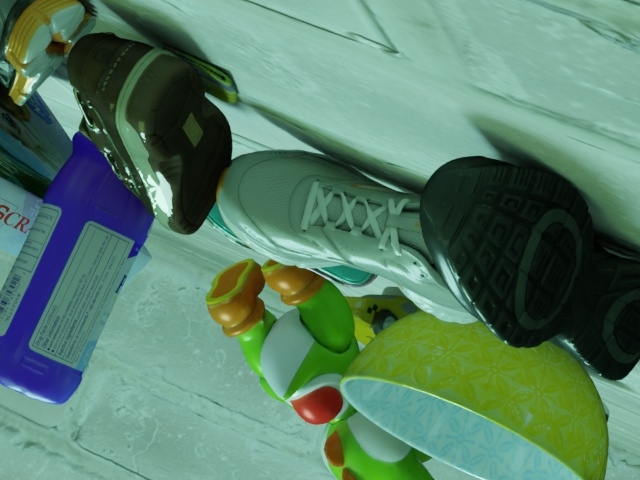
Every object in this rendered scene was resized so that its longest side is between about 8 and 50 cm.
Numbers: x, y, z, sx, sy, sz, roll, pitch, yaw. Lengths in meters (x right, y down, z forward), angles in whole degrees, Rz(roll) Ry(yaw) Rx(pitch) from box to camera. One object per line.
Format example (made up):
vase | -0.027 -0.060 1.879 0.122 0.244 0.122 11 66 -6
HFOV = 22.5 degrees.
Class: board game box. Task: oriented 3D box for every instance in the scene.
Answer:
board game box | -0.336 -0.112 1.476 0.318 0.066 0.318 32 -165 -53

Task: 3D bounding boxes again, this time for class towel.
towel | -0.091 -0.124 1.206 0.060 0.009 0.083 25 174 3

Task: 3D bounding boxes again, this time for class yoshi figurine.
yoshi figurine | 0.034 0.157 1.909 0.362 0.203 0.203 57 167 -13

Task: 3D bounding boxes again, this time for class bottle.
bottle | -0.195 -0.005 1.347 0.092 0.282 0.118 26 173 -14

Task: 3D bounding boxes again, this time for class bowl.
bowl | 0.181 0.143 1.653 0.289 0.156 0.289 25 164 8

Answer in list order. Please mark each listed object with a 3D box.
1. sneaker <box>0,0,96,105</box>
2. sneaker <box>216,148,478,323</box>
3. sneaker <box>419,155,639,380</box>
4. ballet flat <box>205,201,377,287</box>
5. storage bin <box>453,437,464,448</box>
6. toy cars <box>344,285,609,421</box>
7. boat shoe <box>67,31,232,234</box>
sneaker | -0.215 -0.158 1.142 0.083 0.084 0.215 39 170 -4
sneaker | 0.048 -0.014 1.281 0.262 0.099 0.121 19 168 -13
sneaker | 0.129 0.014 1.089 0.130 0.109 0.286 28 176 37
ballet flat | -0.036 -0.019 1.675 0.222 0.077 0.079 25 -166 -4
storage bin | 0.214 0.184 1.845 0.084 0.180 0.122 26 174 1
toy cars | 0.190 0.136 2.021 0.394 0.087 0.176 20 164 3
boat shoe | -0.133 -0.088 1.227 0.095 0.095 0.257 26 161 13
